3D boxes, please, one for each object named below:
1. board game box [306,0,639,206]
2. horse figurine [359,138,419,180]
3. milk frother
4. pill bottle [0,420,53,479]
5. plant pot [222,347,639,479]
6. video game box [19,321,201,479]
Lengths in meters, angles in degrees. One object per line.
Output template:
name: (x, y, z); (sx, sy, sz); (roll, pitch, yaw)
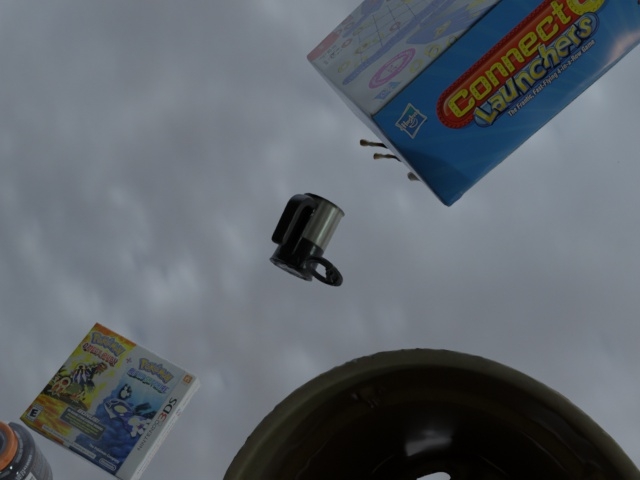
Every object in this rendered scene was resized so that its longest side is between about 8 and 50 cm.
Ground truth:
board game box: (0.144, -0.206, 0.478); (0.302, 0.308, 0.086); (-42, -66, 9)
horse figurine: (0.192, -0.143, 0.990); (0.174, 0.263, 0.066); (18, -71, 37)
milk frother: (0.000, 0.000, 0.982); (0.143, 0.129, 0.135); (24, -102, 15)
pill bottle: (-0.575, 0.411, 1.049); (0.130, 0.130, 0.246); (38, -37, 18)
plant pot: (0.106, 0.293, 0.511); (0.333, 0.305, 0.334); (-6, -114, 15)
video game box: (-0.327, 0.255, 0.918); (0.205, 0.187, 0.048); (25, -34, 10)
